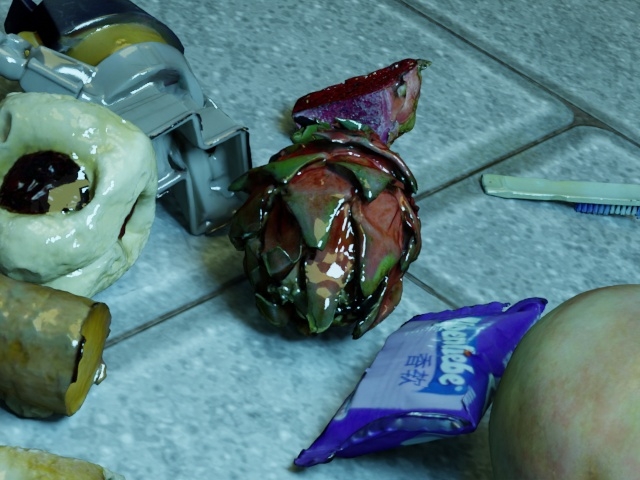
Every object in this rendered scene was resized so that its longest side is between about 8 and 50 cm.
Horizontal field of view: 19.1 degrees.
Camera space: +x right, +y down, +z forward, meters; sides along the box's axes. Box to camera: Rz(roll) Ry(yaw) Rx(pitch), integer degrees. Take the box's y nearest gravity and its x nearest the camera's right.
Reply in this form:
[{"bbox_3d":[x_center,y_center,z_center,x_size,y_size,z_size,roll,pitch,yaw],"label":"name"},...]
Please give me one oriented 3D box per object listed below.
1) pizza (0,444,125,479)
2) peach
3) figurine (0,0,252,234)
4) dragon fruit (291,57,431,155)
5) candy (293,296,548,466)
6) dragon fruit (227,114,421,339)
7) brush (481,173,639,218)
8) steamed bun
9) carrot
[{"bbox_3d":[-0.283,0.196,1.231,0.365,0.074,0.182,-6,37,-37],"label":"pizza"},{"bbox_3d":[0.264,0.160,1.433,0.292,0.247,0.292,28,18,-10],"label":"peach"},{"bbox_3d":[-0.183,-0.135,1.751,0.308,0.143,0.308,47,6,-7],"label":"figurine"},{"bbox_3d":[0.049,-0.115,1.906,0.147,0.096,0.102,-16,12,27],"label":"dragon fruit"},{"bbox_3d":[0.088,0.112,1.553,0.145,0.070,0.275,-10,17,26],"label":"candy"},{"bbox_3d":[0.005,-0.006,1.629,0.182,0.182,0.188,33,72,21],"label":"dragon fruit"},{"bbox_3d":[0.254,-0.047,1.982,0.178,0.030,0.033,4,48,-7],"label":"brush"},{"bbox_3d":[-0.215,-0.012,1.540,0.140,0.172,0.155,11,48,6],"label":"steamed bun"},{"bbox_3d":[-0.289,0.050,1.444,0.263,0.102,0.102,20,30,5],"label":"carrot"}]
